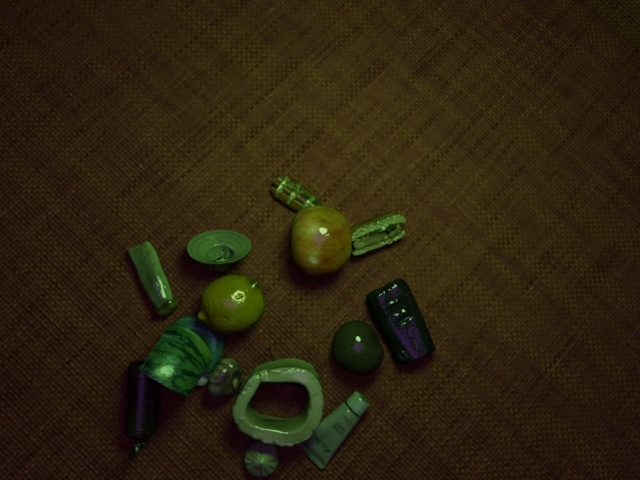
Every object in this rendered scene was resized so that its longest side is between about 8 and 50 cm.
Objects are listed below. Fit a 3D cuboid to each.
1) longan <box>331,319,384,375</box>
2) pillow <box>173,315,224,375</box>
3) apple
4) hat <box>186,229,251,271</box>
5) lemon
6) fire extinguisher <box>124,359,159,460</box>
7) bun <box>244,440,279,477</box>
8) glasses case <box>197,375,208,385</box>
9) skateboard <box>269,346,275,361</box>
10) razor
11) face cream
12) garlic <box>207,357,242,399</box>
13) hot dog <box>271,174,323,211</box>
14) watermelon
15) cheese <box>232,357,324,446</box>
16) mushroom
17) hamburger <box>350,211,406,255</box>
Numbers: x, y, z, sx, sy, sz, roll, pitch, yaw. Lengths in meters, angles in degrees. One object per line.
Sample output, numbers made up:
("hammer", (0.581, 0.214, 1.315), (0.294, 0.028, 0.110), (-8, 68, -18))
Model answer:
("longan", (0.143, 0.421, 1.766), (0.198, 0.198, 0.212), (-41, 94, -9))
("pillow", (-0.493, 0.404, 1.764), (0.234, 0.086, 0.213), (13, 75, -2))
("apple", (0.000, 0.000, 1.782), (0.233, 0.286, 0.285), (-1, 81, -4))
("hat", (-0.400, 0.065, 1.811), (0.252, 0.252, 0.109), (2, 123, -4))
("lemon", (-0.341, 0.243, 1.732), (0.254, 0.228, 0.228), (-15, 82, -4))
("fire extinguisher", (-0.675, 0.627, 1.694), (0.115, 0.135, 0.336), (-3, 81, 20))
("bun", (-0.224, 0.834, 1.716), (0.139, 0.094, 0.138), (0, 84, -3))
("glasses case", (-0.518, 0.525, 1.767), (0.164, 0.041, 0.063), (11, 74, -2))
("skateboard", (-0.173, 0.460, 1.814), (0.064, 0.032, 0.083), (-18, 85, -17))
("razor", (0.325, 0.330, 1.830), (0.189, 0.107, 0.326), (-24, 84, -8))
("face cream", (0.061, 0.729, 1.768), (0.143, 0.089, 0.314), (43, 91, 3))
("garlic", (-0.360, 0.531, 1.733), (0.102, 0.147, 0.159), (12, 46, 33))
("hot dog", (-0.090, -0.179, 1.901), (0.270, 0.072, 0.109), (33, 82, 3))
("watermelon", (-0.538, 0.462, 1.641), (0.213, 0.261, 0.201), (34, 116, -3))
("cheese", (-0.159, 0.602, 1.716), (0.333, 0.153, 0.291), (5, 89, -6))
("mushroom", (-0.663, 0.153, 1.801), (0.100, 0.081, 0.312), (-26, 79, -11))
("hamburger", (0.225, -0.045, 1.874), (0.262, 0.131, 0.124), (-19, 117, -12))
